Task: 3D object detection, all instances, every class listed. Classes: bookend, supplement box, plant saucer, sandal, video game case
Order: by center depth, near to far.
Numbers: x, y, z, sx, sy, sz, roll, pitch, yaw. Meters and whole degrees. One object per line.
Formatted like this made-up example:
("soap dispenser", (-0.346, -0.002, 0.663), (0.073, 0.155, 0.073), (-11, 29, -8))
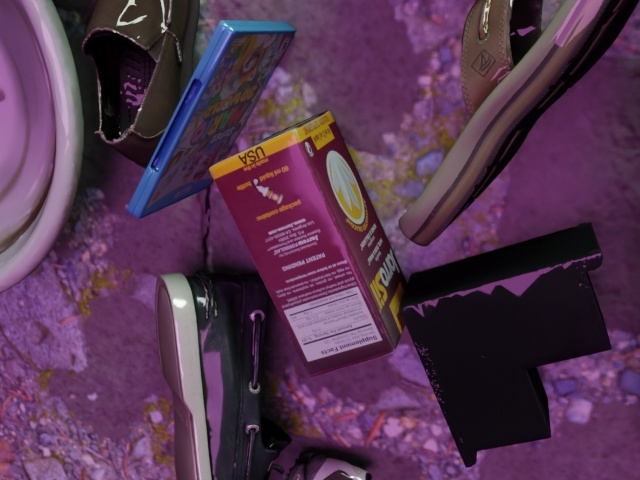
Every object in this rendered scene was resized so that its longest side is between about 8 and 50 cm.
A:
("sandal", (0.131, -0.126, 0.446), (0.086, 0.120, 0.303), (42, 117, 15))
("video game case", (-0.085, -0.098, 0.516), (0.015, 0.119, 0.166), (37, 115, 5))
("bookend", (0.168, 0.087, 0.529), (0.157, 0.072, 0.156), (-19, 103, 22))
("supplement box", (0.000, 0.000, 0.533), (0.080, 0.104, 0.188), (-21, 102, 22))
("plant saucer", (-0.375, -0.140, 0.604), (0.400, 0.100, 0.400), (5, 110, 15))

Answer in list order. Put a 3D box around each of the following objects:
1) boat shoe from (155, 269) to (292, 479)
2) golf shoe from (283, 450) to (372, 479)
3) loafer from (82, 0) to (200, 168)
("boat shoe", (-0.084, 0.188, 0.627), (0.113, 0.127, 0.340), (-10, 102, -24))
("golf shoe", (0.019, 0.312, 0.654), (0.094, 0.077, 0.198), (-1, 110, 18))
("loafer", (-0.145, -0.169, 0.516), (0.080, 0.078, 0.220), (-5, 91, 19))
